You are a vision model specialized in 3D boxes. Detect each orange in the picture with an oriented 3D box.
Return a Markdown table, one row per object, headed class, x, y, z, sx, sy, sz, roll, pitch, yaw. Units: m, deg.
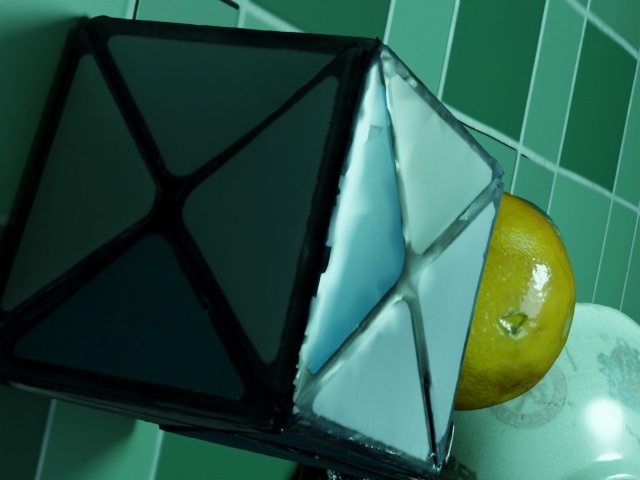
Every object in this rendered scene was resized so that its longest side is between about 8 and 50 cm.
| class | x | y | z | sx | sy | sz | roll | pitch | yaw |
| --- | --- | --- | --- | --- | --- | --- | --- | --- | --- |
| orange | 0.162 | 0.065 | 1.744 | 0.261 | 0.261 | 0.261 | -31 | 126 | -56 |

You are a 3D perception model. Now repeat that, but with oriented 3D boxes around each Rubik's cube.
| class | x | y | z | sx | sy | sz | roll | pitch | yaw |
| --- | --- | --- | --- | --- | --- | --- | --- | --- | --- |
| Rubik's cube | -0.050 | 0.018 | 1.260 | 0.307 | 0.305 | 0.310 | 36 | 67 | -60 |

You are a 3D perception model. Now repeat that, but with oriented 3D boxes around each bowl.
| class | x | y | z | sx | sy | sz | roll | pitch | yaw |
| --- | --- | --- | --- | --- | --- | --- | --- | --- | --- |
| bowl | 0.299 | 0.309 | 1.920 | 0.434 | 0.196 | 0.435 | -12 | 124 | -19 |

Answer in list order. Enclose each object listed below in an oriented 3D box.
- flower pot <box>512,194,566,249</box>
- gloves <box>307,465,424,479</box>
| class | x | y | z | sx | sy | sz | roll | pitch | yaw |
| --- | --- | --- | --- | --- | --- | --- | --- | --- | --- |
| flower pot | 0.230 | 0.052 | 1.977 | 0.189 | 0.157 | 0.243 | -60 | 149 | -43 |
| gloves | 0.022 | 0.279 | 1.749 | 0.180 | 0.106 | 0.129 | -29 | 129 | -22 |
